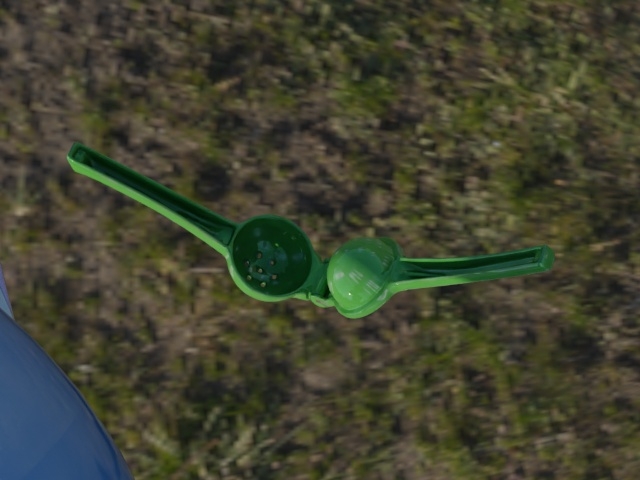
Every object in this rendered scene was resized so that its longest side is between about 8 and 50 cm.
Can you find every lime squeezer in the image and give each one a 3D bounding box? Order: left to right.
[{"bbox_3d":[0.000,0.000,1.116,0.310,0.059,0.110,13,137,19],"label":"lime squeezer"}]

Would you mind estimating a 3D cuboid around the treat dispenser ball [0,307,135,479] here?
[{"bbox_3d":[-0.178,0.126,0.465,0.288,0.288,0.288,-1,89,29],"label":"treat dispenser ball"}]

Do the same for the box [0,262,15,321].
[{"bbox_3d":[-0.325,0.118,1.779,0.067,0.063,0.324,-12,68,-13],"label":"box"}]
